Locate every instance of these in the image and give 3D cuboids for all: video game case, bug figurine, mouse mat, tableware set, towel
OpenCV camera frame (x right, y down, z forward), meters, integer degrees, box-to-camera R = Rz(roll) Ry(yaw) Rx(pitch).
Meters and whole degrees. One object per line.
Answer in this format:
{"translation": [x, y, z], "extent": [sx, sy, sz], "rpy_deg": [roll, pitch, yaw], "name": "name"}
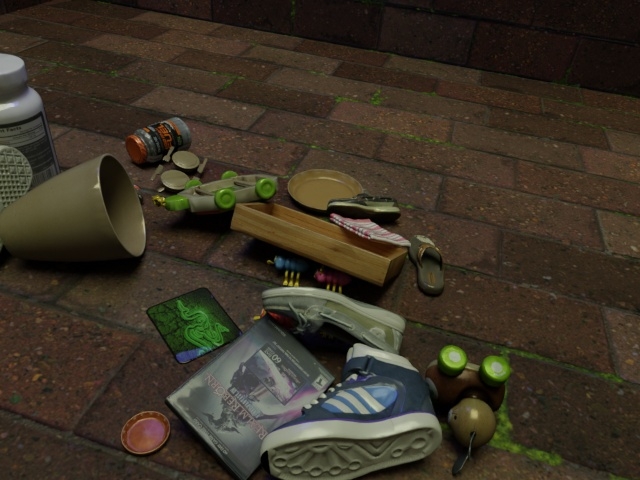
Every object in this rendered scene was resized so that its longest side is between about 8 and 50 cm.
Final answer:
{"translation": [-0.121, 0.281, 0.956], "extent": [0.196, 0.026, 0.274], "rpy_deg": [42, 46, 11], "name": "video game case"}
{"translation": [-0.034, 0.122, 1.187], "extent": [0.216, 0.072, 0.279], "rpy_deg": [7, 37, 0], "name": "bug figurine"}
{"translation": [-0.282, 0.182, 1.129], "extent": [0.152, 0.007, 0.189], "rpy_deg": [-22, 46, -32], "name": "mouse mat"}
{"translation": [-0.439, -0.212, 1.591], "extent": [0.128, 0.039, 0.194], "rpy_deg": [19, 42, -9], "name": "tableware set"}
{"translation": [0.132, -0.030, 1.363], "extent": [0.144, 0.029, 0.197], "rpy_deg": [9, 13, -36], "name": "towel"}

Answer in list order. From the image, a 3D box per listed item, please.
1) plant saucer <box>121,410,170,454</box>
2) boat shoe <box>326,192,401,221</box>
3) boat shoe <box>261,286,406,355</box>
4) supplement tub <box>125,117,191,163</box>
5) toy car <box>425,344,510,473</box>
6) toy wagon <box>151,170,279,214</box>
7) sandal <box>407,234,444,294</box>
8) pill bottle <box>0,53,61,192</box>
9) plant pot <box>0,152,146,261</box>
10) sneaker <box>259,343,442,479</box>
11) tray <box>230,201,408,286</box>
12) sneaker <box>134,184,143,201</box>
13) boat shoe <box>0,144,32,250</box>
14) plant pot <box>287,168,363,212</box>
{"translation": [-0.312, 0.345, 0.906], "extent": [0.083, 0.013, 0.083], "rpy_deg": [5, 38, -3], "name": "plant saucer"}
{"translation": [0.124, -0.100, 1.481], "extent": [0.223, 0.080, 0.073], "rpy_deg": [4, 58, -12], "name": "boat shoe"}
{"translation": [0.028, 0.172, 1.051], "extent": [0.320, 0.118, 0.103], "rpy_deg": [19, 69, -17], "name": "boat shoe"}
{"translation": [-0.530, -0.324, 1.662], "extent": [0.117, 0.117, 0.190], "rpy_deg": [29, 44, 27], "name": "supplement tub"}
{"translation": [0.258, 0.318, 0.925], "extent": [0.148, 0.155, 0.188], "rpy_deg": [12, 50, 8], "name": "toy car"}
{"translation": [-0.295, -0.130, 1.421], "extent": [0.344, 0.068, 0.267], "rpy_deg": [-19, 21, -28], "name": "toy wagon"}
{"translation": [0.282, 0.051, 1.334], "extent": [0.089, 0.060, 0.219], "rpy_deg": [6, 37, 0], "name": "sandal"}
{"translation": [-0.855, -0.301, 1.382], "extent": [0.210, 0.363, 0.210], "rpy_deg": [4, 37, -3], "name": "pill bottle"}
{"translation": [-0.603, -0.049, 1.221], "extent": [0.273, 0.257, 0.256], "rpy_deg": [-15, 40, -1], "name": "plant pot"}
{"translation": [0.043, 0.300, 0.940], "extent": [0.322, 0.130, 0.236], "rpy_deg": [-6, 29, -8], "name": "sneaker"}
{"translation": [0.000, 0.000, 1.290], "extent": [0.410, 0.076, 0.203], "rpy_deg": [20, 12, 18], "name": "tray"}
{"translation": [-0.576, -0.114, 1.431], "extent": [0.157, 0.061, 0.065], "rpy_deg": [-24, 53, -32], "name": "sneaker"}
{"translation": [-0.846, -0.026, 1.166], "extent": [0.155, 0.187, 0.500], "rpy_deg": [-7, 49, 13], "name": "boat shoe"}
{"translation": [0.015, -0.150, 1.583], "extent": [0.236, 0.032, 0.236], "rpy_deg": [4, 38, -3], "name": "plant pot"}
